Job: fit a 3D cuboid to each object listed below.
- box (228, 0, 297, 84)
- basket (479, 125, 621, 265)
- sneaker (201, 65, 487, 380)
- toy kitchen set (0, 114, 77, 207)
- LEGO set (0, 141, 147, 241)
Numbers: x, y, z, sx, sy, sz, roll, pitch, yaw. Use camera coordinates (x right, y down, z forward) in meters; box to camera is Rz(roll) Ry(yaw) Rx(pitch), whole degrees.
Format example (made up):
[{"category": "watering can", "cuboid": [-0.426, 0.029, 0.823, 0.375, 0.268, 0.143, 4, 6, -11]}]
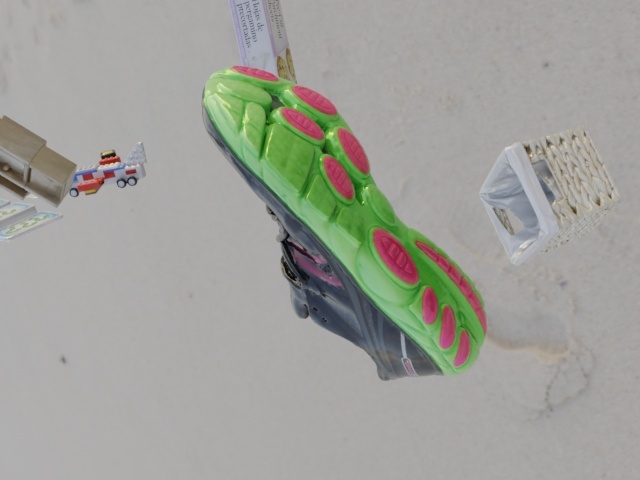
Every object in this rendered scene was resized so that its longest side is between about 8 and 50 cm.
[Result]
[{"category": "box", "cuboid": [-0.082, -0.269, 1.509, 0.063, 0.067, 0.324, -10, 94, 27]}, {"category": "basket", "cuboid": [0.269, -0.052, 1.089, 0.167, 0.103, 0.113, 96, 152, -75]}, {"category": "sneaker", "cuboid": [0.000, 0.000, 1.141, 0.202, 0.185, 0.483, -31, 100, 39]}, {"category": "toy kitchen set", "cuboid": [-0.205, -0.028, 0.554, 0.083, 0.075, 0.068, 31, 151, -6]}, {"category": "LEGO set", "cuboid": [-0.336, -0.074, 1.162, 0.182, 0.244, 0.060, 9, 119, 45]}]
